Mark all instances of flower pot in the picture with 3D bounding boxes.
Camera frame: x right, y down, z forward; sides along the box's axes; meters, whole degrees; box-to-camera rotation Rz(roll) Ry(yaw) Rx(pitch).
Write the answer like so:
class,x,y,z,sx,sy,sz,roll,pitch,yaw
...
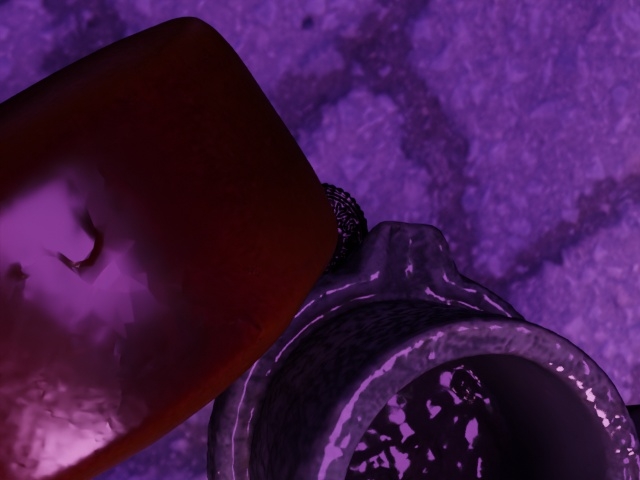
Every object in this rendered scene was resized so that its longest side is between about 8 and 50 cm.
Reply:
class,x,y,z,sx,sy,sz,roll,pitch,yaw
flower pot,0.069,0.137,0.929,0.299,0.283,0.299,-1,92,-16

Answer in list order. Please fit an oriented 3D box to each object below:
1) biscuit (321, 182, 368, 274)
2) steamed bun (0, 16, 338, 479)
class,x,y,z,sx,sy,sz,roll,pitch,yaw
biscuit,0.000,0.000,1.025,0.087,0.027,0.089,28,84,-20
steamed bun,-0.166,0.022,0.849,0.379,0.248,0.235,-36,105,-16
